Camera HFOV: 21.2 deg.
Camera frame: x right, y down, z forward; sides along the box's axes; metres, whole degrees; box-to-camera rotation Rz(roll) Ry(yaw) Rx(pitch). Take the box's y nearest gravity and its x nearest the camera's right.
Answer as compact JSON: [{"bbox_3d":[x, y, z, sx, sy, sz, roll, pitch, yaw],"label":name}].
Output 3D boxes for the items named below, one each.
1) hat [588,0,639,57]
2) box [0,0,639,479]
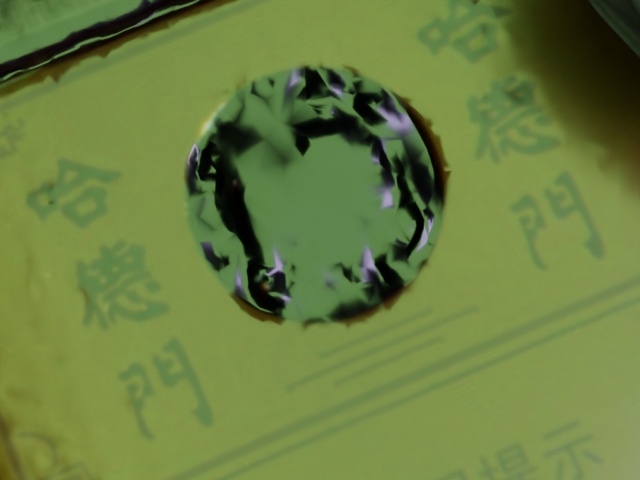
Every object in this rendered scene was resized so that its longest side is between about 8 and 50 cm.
[{"bbox_3d":[0.131,-0.135,0.549,0.214,0.244,0.149,9,115,-26],"label":"hat"},{"bbox_3d":[0.000,0.000,0.585,0.264,0.116,0.415,-22,85,-2],"label":"box"}]
